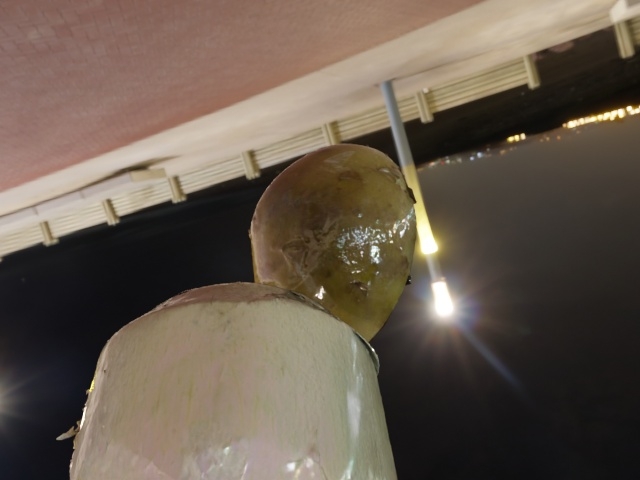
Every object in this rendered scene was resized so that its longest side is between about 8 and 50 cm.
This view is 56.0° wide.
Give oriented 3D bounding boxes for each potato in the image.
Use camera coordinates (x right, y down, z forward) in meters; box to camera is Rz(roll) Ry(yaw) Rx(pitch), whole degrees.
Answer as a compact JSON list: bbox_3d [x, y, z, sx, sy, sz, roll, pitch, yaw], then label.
[{"bbox_3d":[0.000,0.000,0.773,0.239,0.299,0.116,9,172,32],"label":"potato"}]

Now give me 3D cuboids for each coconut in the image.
[{"bbox_3d":[-0.055,0.152,0.386,0.224,0.224,0.234,-14,-137,23],"label":"coconut"}]
